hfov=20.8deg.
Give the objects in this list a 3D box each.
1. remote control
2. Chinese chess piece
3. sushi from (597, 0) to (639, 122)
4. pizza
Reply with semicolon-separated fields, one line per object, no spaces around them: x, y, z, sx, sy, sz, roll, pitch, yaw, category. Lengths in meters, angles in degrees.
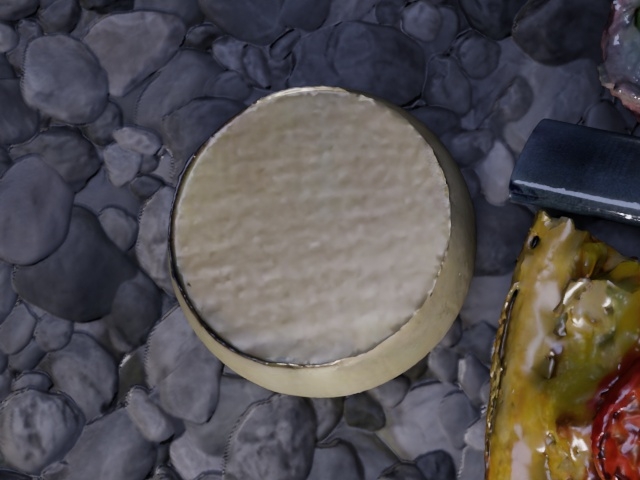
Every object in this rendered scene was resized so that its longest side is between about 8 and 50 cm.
0.337;-0.025;1.315;0.377;0.044;0.107;13;41;17;remote control
0.000;0.000;1.392;0.250;0.103;0.249;-4;75;14;Chinese chess piece
0.335;-0.146;1.323;0.241;0.107;0.161;15;80;34;sushi
0.299;0.157;1.220;0.406;0.130;0.440;-14;73;31;pizza
